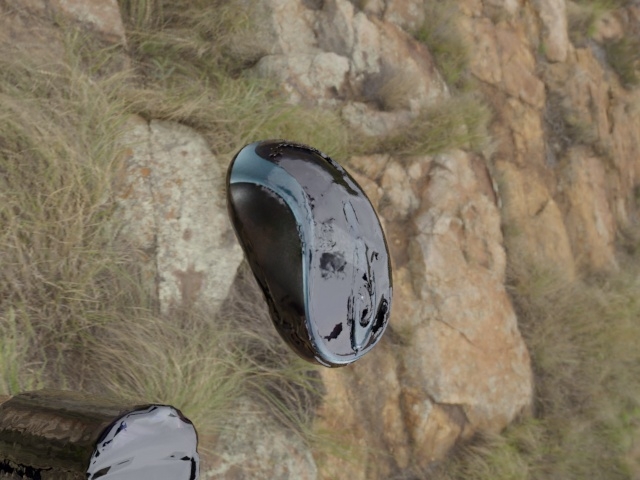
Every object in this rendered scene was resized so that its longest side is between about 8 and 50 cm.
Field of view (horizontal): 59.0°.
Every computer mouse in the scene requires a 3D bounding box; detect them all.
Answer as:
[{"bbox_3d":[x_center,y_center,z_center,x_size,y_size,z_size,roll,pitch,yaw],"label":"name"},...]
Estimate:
[{"bbox_3d":[0.000,0.000,0.532,0.137,0.096,0.233,-15,78,-46],"label":"computer mouse"}]

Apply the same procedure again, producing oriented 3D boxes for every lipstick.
[{"bbox_3d":[-0.237,0.150,0.427,0.077,0.419,0.077,14,70,-46],"label":"lipstick"}]
